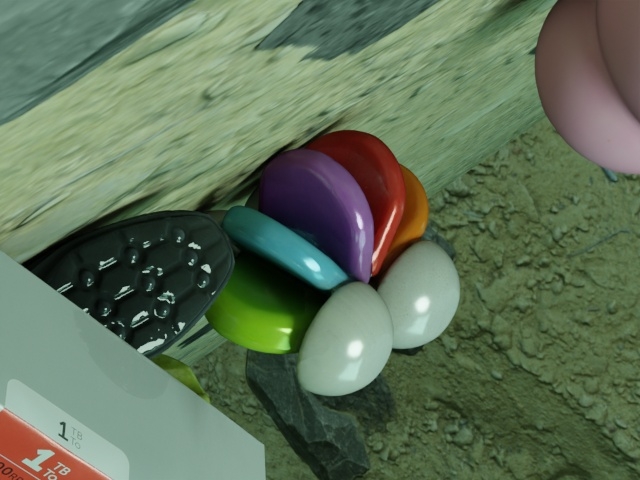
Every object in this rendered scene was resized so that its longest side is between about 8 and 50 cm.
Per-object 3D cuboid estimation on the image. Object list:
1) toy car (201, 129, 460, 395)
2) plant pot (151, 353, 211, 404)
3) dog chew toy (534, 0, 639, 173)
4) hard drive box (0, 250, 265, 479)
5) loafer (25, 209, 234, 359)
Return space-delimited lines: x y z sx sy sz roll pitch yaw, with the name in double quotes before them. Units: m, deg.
"toy car" 0.000 0.000 1.056 0.182 0.159 0.136 -29 140 -46
"plant pot" -0.154 0.204 0.977 0.276 0.254 0.276 0 -162 0
"dog chew toy" 0.255 -0.134 0.949 0.206 0.206 0.332 -30 -176 -41
"hard drive box" -0.168 0.132 0.747 0.232 0.181 0.089 -35 -146 23
"loafer" -0.147 0.051 0.855 0.223 0.076 0.078 -32 -171 -20
